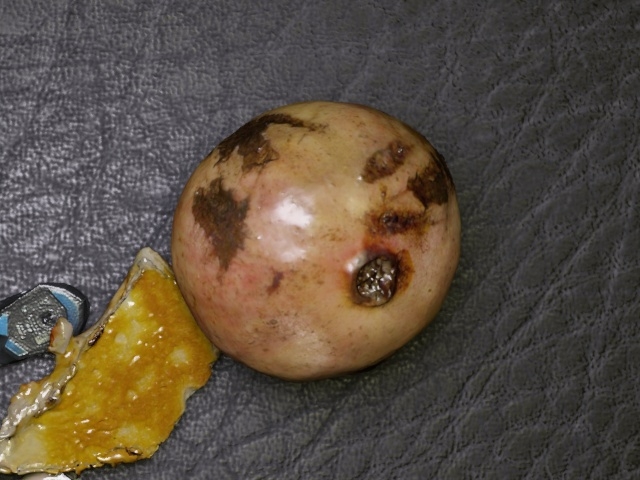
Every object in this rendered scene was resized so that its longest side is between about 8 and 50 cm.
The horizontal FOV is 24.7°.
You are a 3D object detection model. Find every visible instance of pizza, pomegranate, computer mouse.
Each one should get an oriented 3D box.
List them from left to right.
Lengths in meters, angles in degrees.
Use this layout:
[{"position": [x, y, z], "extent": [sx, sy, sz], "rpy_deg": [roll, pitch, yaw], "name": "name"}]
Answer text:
[{"position": [-0.323, 0.092, 1.646], "extent": [0.135, 0.047, 0.079], "rpy_deg": [-25, 101, -5], "name": "computer mouse"}, {"position": [-0.240, 0.162, 1.630], "extent": [0.297, 0.071, 0.189], "rpy_deg": [-51, 120, -13], "name": "pizza"}, {"position": [0.000, 0.000, 1.597], "extent": [0.322, 0.322, 0.322], "rpy_deg": [1, 84, -11], "name": "pomegranate"}]

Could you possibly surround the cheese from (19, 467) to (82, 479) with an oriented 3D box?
[{"position": [-0.313, 0.332, 1.624], "extent": [0.092, 0.047, 0.171], "rpy_deg": [15, 82, -7], "name": "cheese"}]
